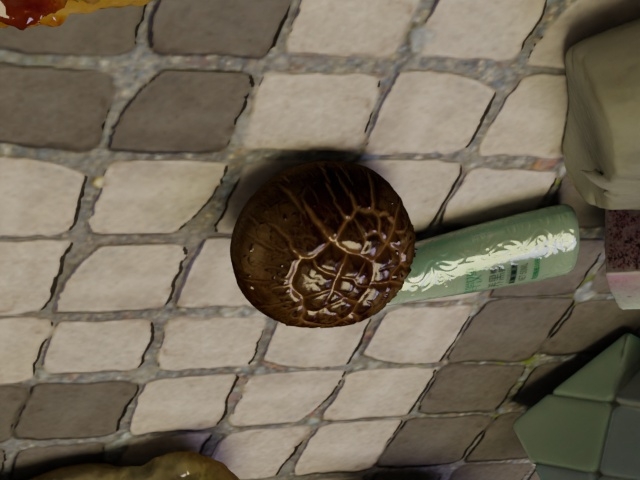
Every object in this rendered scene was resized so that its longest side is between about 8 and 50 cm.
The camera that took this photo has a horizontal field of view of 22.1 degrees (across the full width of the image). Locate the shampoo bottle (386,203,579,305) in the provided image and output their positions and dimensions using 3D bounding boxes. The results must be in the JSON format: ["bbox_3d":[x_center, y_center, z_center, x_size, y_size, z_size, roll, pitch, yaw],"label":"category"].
[{"bbox_3d":[0.086,0.017,1.152,0.191,0.041,0.069,-12,151,-9],"label":"shampoo bottle"}]

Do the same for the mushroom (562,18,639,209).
[{"bbox_3d":[0.304,-0.116,1.020,0.329,0.122,0.159,-22,-178,7],"label":"mushroom"}]

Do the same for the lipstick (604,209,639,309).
[{"bbox_3d":[0.360,0.000,1.132,0.317,0.066,0.068,-4,154,18],"label":"lipstick"}]

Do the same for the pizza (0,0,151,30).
[{"bbox_3d":[-0.132,-0.171,0.705,0.409,0.114,0.277,-5,160,-18],"label":"pizza"}]

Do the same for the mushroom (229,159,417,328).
[{"bbox_3d":[0.003,0.006,1.059,0.126,0.085,0.109,-12,145,-19],"label":"mushroom"}]

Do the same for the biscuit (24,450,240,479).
[{"bbox_3d":[-0.190,0.258,1.323,0.274,0.091,0.213,-11,143,-13],"label":"biscuit"}]

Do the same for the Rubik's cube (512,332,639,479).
[{"bbox_3d":[0.306,0.205,1.363,0.265,0.224,0.213,-40,141,20],"label":"Rubik's cube"}]
